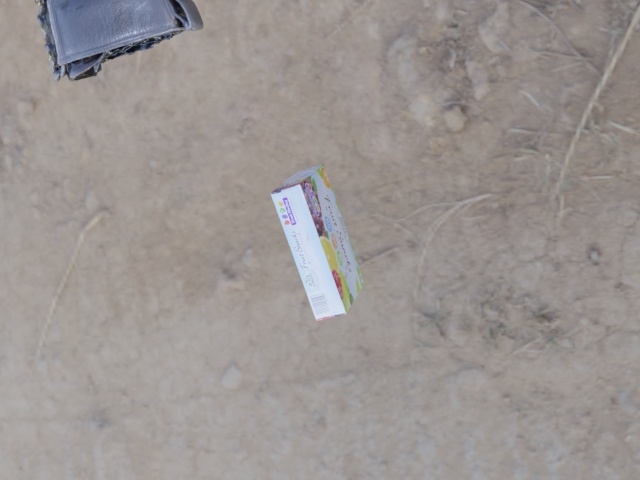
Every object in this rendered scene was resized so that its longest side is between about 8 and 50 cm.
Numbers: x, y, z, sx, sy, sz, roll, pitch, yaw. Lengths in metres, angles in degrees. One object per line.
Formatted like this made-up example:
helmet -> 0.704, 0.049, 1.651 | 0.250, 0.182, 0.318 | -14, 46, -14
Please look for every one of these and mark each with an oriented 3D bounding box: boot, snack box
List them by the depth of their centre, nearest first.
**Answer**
boot -> -0.229, -0.238, 0.687 | 0.263, 0.091, 0.229 | -4, 106, 30
snack box -> 0.000, 0.000, 0.908 | 0.037, 0.100, 0.141 | -15, 102, 17
